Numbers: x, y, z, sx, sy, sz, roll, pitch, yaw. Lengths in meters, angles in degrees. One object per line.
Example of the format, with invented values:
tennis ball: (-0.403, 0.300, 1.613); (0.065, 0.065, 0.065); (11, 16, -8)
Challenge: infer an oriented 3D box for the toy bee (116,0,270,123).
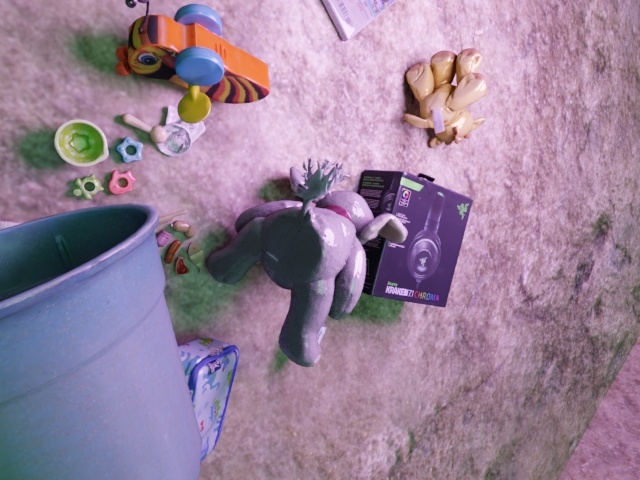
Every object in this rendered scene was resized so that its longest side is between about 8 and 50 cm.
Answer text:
toy bee: (-0.223, -0.294, 0.667); (0.298, 0.162, 0.195); (44, 43, -44)

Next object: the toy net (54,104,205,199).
toy net: (-0.285, -0.145, 0.695); (0.232, 0.045, 0.122); (-22, 111, -29)

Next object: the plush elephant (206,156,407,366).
plush elephant: (0.000, 0.000, 0.799); (0.255, 0.272, 0.330); (-13, 135, -60)

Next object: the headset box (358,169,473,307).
headset box: (0.197, -0.011, 0.991); (0.246, 0.131, 0.283); (14, 91, -35)

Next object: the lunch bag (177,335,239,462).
lunch bag: (-0.221, 0.283, 0.757); (0.176, 0.090, 0.219); (13, 92, -77)

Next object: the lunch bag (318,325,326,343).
lunch bag: (-0.028, 0.199, 0.911); (0.053, 0.083, 0.071); (24, 86, -35)

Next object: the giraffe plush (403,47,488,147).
giraffe plush: (0.299, -0.300, 0.998); (0.170, 0.181, 0.210); (29, 71, -55)

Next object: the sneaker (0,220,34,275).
sneaker: (-0.395, 0.020, 0.644); (0.152, 0.058, 0.085); (5, 91, -30)

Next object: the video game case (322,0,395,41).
video game case: (0.061, -0.543, 0.861); (0.193, 0.023, 0.212); (-46, 119, -18)

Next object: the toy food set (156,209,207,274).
toy food set: (-0.250, 0.009, 0.767); (0.078, 0.019, 0.122); (-22, 119, -28)

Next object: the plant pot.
plant pot: (-0.306, 0.169, 0.505); (0.341, 0.341, 0.334); (-24, 115, -28)
